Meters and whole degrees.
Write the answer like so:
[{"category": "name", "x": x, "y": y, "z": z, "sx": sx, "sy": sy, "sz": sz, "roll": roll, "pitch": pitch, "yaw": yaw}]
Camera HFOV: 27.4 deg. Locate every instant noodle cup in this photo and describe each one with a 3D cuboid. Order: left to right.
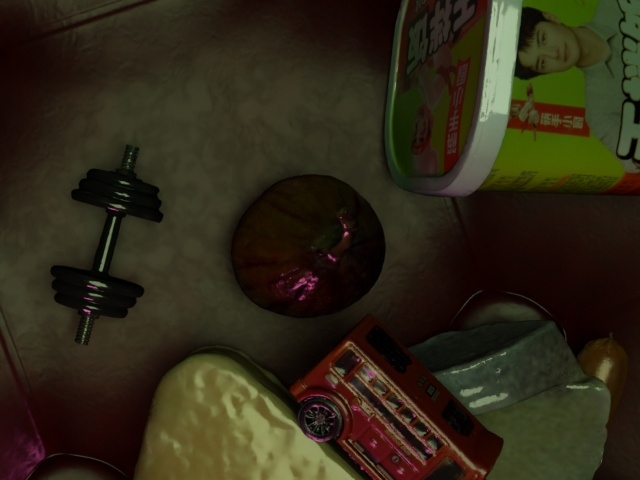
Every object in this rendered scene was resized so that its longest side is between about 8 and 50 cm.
[{"category": "instant noodle cup", "x": 0.258, "y": -0.161, "z": 1.353, "sx": 0.307, "sy": 0.294, "sz": 0.294, "roll": 6, "pitch": 91, "yaw": -17}]

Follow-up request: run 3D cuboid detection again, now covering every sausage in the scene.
[{"category": "sausage", "x": 0.298, "y": 0.189, "z": 1.463, "sx": 0.062, "sy": 0.054, "sz": 0.183, "roll": 16, "pitch": 91, "yaw": 21}]

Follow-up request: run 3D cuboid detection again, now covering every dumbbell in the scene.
[{"category": "dumbbell", "x": -0.218, "y": 0.004, "z": 1.344, "sx": 0.099, "sy": 0.099, "sz": 0.209, "roll": 15, "pitch": 89, "yaw": -10}]

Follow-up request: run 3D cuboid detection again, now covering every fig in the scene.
[{"category": "fig", "x": 0.005, "y": 0.009, "z": 1.354, "sx": 0.149, "sy": 0.202, "sz": 0.148, "roll": -21, "pitch": 112, "yaw": -43}]

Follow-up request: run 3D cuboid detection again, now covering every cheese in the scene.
[{"category": "cheese", "x": -0.031, "y": 0.325, "z": 1.351, "sx": 0.383, "sy": 0.104, "sz": 0.384, "roll": 0, "pitch": 91, "yaw": 1}]

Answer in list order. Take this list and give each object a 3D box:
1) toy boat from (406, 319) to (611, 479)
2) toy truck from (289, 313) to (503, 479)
[{"category": "toy boat", "x": 0.182, "y": 0.216, "z": 1.419, "sx": 0.276, "sy": 0.111, "sz": 0.293, "roll": -32, "pitch": 104, "yaw": 7}, {"category": "toy truck", "x": 0.093, "y": 0.199, "z": 1.304, "sx": 0.252, "sy": 0.107, "sz": 0.114, "roll": 44, "pitch": 112, "yaw": 3}]
